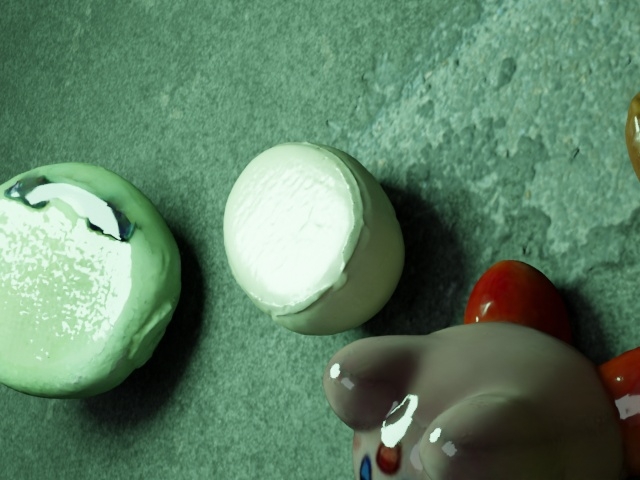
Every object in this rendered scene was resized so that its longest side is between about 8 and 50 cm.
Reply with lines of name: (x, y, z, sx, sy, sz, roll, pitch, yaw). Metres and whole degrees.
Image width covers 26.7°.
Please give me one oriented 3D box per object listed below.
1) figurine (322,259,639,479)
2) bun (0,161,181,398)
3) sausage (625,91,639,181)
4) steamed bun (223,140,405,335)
figurine: (0.151, 0.174, 1.103, 0.270, 0.261, 0.211, 27, 127, 48)
bun: (-0.288, 0.054, 1.641, 0.293, 0.187, 0.293, -3, 82, 24)
sausage: (0.305, -0.046, 0.937, 0.114, 0.259, 0.113, -13, 71, 42)
steamed bun: (0.000, 0.000, 1.362, 0.177, 0.131, 0.228, -54, 43, 9)
